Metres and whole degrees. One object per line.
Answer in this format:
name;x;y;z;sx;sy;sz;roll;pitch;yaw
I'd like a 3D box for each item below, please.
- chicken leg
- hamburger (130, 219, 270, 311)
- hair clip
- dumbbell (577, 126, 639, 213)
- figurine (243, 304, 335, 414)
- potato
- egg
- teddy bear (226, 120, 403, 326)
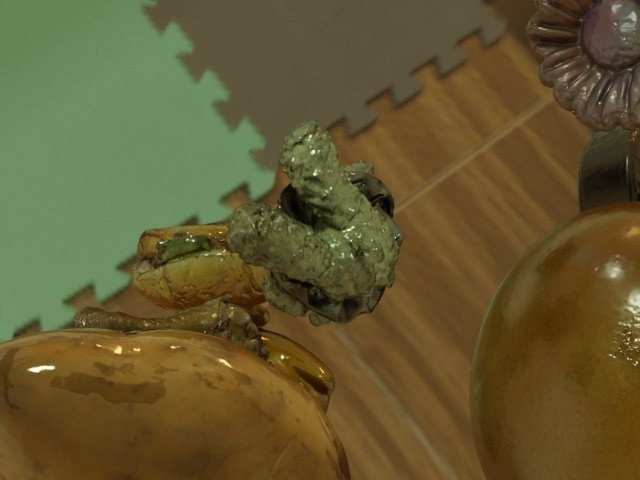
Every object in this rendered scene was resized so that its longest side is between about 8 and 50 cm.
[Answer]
chicken leg;-0.119;0.080;1.373;0.198;0.085;0.069;15;54;-42
hamburger;-0.108;0.028;1.557;0.176;0.102;0.087;-3;95;20
hair clip;0.338;-0.204;1.556;0.300;0.069;0.173;-17;71;7
dumbbell;0.451;-0.060;1.800;0.204;0.322;0.203;23;60;-47
figurine;-0.082;0.183;1.627;0.215;0.215;0.228;36;80;0
potato;-0.098;0.133;1.049;0.235;0.128;0.161;2;96;-6
egg;0.263;0.130;1.417;0.283;0.351;0.282;-5;40;4
teddy bear;0.015;0.007;1.277;0.111;0.213;0.133;28;77;21
